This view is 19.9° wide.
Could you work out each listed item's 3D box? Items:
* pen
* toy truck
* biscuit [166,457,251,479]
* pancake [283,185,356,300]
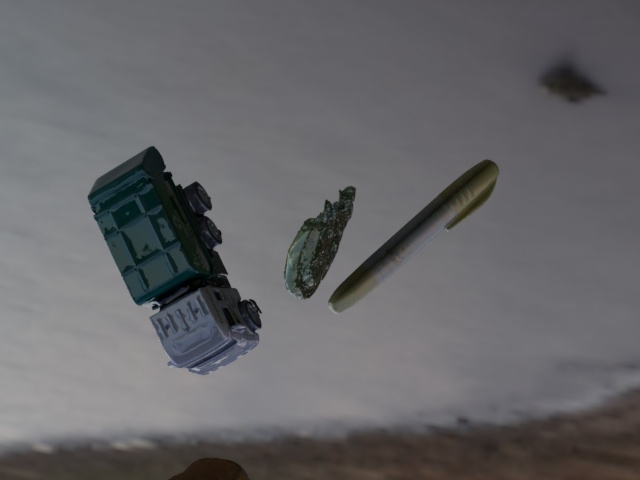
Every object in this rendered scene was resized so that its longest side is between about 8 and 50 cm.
[{"bbox_3d":[0.100,-0.001,1.885,0.040,0.233,0.032,48,169,-1],"label":"pen"},{"bbox_3d":[-0.167,0.021,2.023,0.114,0.253,0.124,-30,165,15],"label":"toy truck"},{"bbox_3d":[-0.172,0.337,1.846,0.186,0.295,0.044,8,136,45],"label":"biscuit"},{"bbox_3d":[0.000,0.006,1.862,0.022,0.116,0.129,25,-157,17],"label":"pancake"}]
